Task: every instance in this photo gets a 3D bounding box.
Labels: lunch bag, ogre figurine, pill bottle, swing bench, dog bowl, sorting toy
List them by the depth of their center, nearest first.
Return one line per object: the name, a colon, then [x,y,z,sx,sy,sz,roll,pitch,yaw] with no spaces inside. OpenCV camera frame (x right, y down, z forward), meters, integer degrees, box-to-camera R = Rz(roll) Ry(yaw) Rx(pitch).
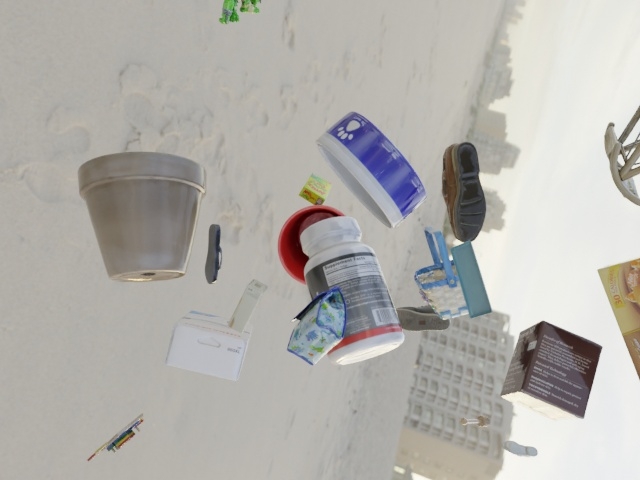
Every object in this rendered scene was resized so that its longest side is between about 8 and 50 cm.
dog bowl: [0.112,-0.156,1.171,0.104,0.265,0.265,-42,168,0]
lunch bag: [-0.004,0.189,1.223,0.129,0.096,0.151,-46,-166,33]
swing bench: [0.808,-0.252,1.277,0.255,0.165,0.253,-48,178,33]
pill bottle: [0.074,0.133,1.418,0.210,0.210,0.363,79,-6,-69]
ogre figurine: [-0.247,-0.753,1.612,0.197,0.097,0.118,-31,149,-29]
sorting toy: [-0.716,0.714,1.902,0.132,0.046,0.274,-44,175,27]

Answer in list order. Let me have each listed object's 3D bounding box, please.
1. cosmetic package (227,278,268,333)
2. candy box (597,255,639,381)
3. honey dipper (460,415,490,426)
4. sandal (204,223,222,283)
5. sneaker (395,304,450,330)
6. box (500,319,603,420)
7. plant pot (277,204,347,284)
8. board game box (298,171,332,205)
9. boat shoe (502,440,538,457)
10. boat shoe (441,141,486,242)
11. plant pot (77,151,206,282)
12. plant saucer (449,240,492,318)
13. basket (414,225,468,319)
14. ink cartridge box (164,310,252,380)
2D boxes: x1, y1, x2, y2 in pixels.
cosmetic package: [-0.170,0.153,1.223,0.115,0.041,0.060,-62,178,13]
candy box: [0.788,0.185,1.189,0.087,0.183,0.317,-10,79,-44]
honey dipper: [0.431,0.503,1.458,0.160,0.030,0.030,24,83,-48]
sandal: [-0.437,0.059,2.197,0.054,0.097,0.255,6,90,-36]
sneaker: [0.375,0.280,1.961,0.118,0.222,0.083,-51,145,-66]
box: [0.613,0.352,1.401,0.168,0.167,0.203,92,22,-69]
plant pot: [0.000,0.000,1.829,0.243,0.274,0.275,-65,171,-80]
board game box: [-0.016,-0.191,1.967,0.043,0.092,0.181,-56,-175,25]
boat shoe: [0.694,0.733,1.834,0.038,0.125,0.046,102,-3,-58]
boat shoe: [0.436,-0.146,1.622,0.104,0.110,0.307,-177,-93,-70]
plant pot: [-0.451,-0.042,1.360,0.323,0.323,0.280,49,34,-78]
plant saucer: [0.388,0.100,1.344,0.018,0.067,0.192,1,69,-43]
basket: [0.405,0.098,1.715,0.255,0.201,0.289,-47,124,-82]
ink cartridge box: [-0.440,0.416,2.129,0.395,0.285,0.166,173,-69,-86]
